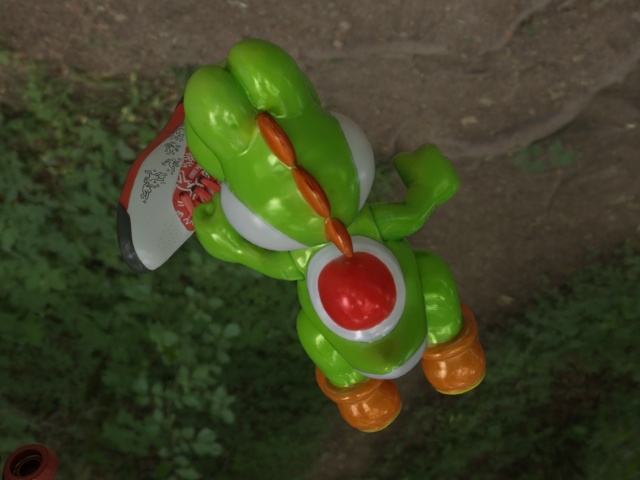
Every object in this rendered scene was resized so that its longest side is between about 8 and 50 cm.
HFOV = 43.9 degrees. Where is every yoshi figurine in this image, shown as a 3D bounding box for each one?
[{"bbox_3d":[0.002,-0.018,0.665,0.203,0.203,0.362,4,137,39],"label":"yoshi figurine"}]

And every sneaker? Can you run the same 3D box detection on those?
[{"bbox_3d":[-0.110,-0.079,0.860,0.145,0.270,0.090,-1,137,21],"label":"sneaker"}]

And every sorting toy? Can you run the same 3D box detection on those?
[{"bbox_3d":[-0.281,0.213,0.702,0.102,0.061,0.042,0,130,7],"label":"sorting toy"}]
